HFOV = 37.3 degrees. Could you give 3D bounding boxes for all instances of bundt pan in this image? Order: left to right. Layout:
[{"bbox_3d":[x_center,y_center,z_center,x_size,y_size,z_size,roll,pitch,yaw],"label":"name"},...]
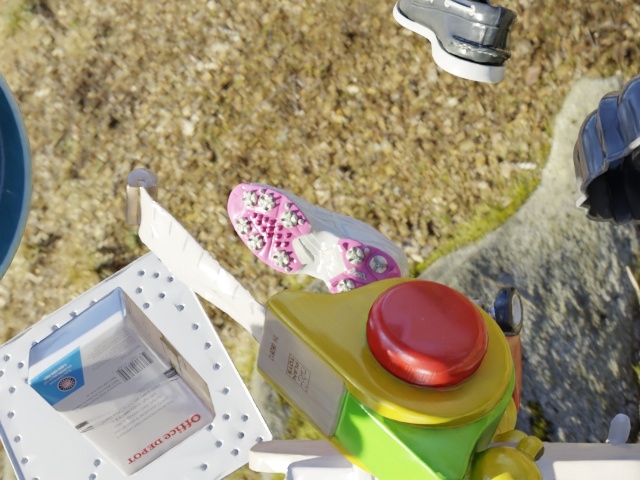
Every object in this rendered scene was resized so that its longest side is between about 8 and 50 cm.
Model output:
[{"bbox_3d":[0.506,-0.148,1.334,0.330,0.331,0.124,-21,64,19],"label":"bundt pan"}]

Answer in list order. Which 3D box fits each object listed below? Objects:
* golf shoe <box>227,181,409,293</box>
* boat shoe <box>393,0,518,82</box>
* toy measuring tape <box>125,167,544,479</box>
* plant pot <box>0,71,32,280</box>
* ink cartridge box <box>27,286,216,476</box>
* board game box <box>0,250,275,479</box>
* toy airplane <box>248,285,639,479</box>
[{"bbox_3d":[0.000,0.000,1.458,0.306,0.140,0.115,31,112,14],"label":"golf shoe"},{"bbox_3d":[0.173,-0.287,1.191,0.302,0.114,0.091,-117,37,-57],"label":"boat shoe"},{"bbox_3d":[0.013,0.045,0.588,0.330,0.121,0.121,40,88,29],"label":"toy measuring tape"},{"bbox_3d":[-0.385,-0.069,0.693,0.272,0.271,0.255,-54,37,-7],"label":"plant pot"},{"bbox_3d":[-0.238,0.174,1.149,0.139,0.191,0.082,-34,32,2],"label":"ink cartridge box"},{"bbox_3d":[-0.320,0.265,1.528,0.389,0.050,0.390,-32,68,1],"label":"board game box"},{"bbox_3d":[0.137,0.248,1.058,0.384,0.273,0.386,-22,19,-13],"label":"toy airplane"}]
